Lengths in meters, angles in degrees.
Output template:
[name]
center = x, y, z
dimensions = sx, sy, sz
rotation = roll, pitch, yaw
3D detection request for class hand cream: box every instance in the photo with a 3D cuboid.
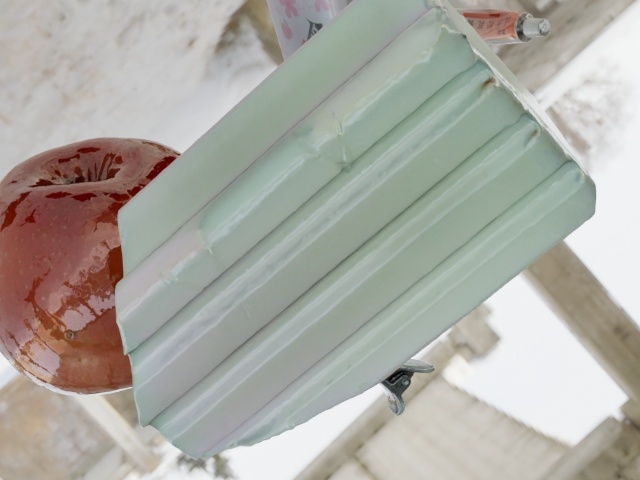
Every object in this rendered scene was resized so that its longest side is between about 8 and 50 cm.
[hand cream]
center = 0.218, -0.287, 1.594
dimensions = 0.216, 0.038, 0.052
rotation = 12, -115, 49

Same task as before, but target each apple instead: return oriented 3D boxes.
[apple]
center = -0.207, 0.021, 1.166
dimensions = 0.260, 0.216, 0.260
rotation = -10, -155, 5

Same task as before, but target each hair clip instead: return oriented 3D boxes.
[hair clip]
center = 0.028, 0.120, 1.503
dimensions = 0.083, 0.275, 0.048
rotation = -51, -154, 0

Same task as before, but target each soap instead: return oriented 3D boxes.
[soap]
center = 0.000, 0.000, 0.836
dimensions = 0.347, 0.208, 0.115
rotation = -40, -144, 14

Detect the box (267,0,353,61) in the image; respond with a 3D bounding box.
[box]
center = 0.036, -0.225, 1.727
dimensions = 0.112, 0.370, 0.190
rotation = -27, -155, -24
